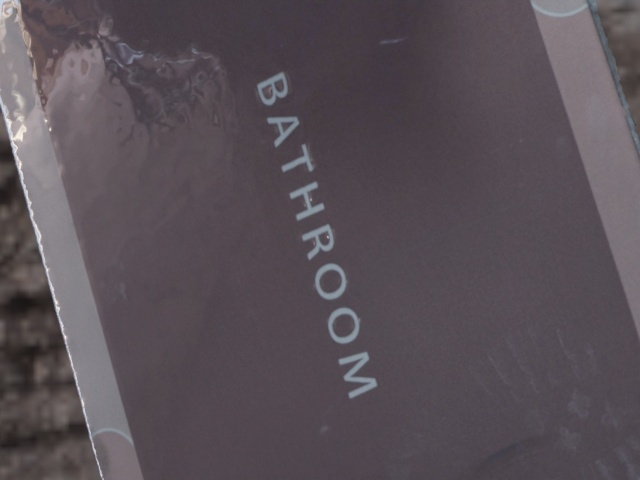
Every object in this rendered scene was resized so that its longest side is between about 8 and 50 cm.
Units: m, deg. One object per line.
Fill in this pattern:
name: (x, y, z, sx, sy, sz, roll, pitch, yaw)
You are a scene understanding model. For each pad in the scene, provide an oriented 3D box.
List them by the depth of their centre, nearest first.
pad: (0.000, 0.000, 0.478, 0.002, 0.176, 0.266, -1, -109, -56)
